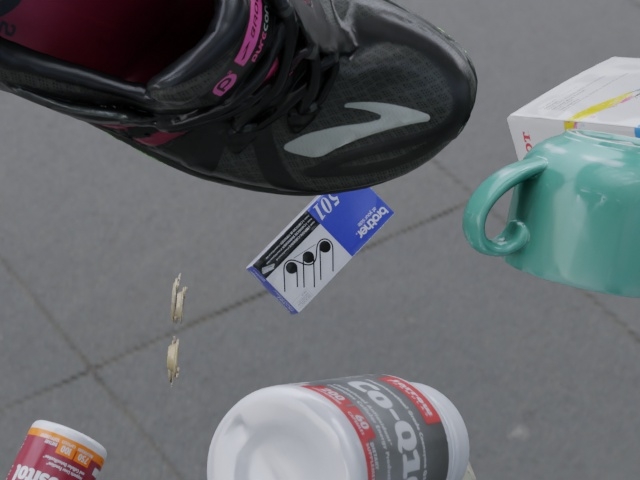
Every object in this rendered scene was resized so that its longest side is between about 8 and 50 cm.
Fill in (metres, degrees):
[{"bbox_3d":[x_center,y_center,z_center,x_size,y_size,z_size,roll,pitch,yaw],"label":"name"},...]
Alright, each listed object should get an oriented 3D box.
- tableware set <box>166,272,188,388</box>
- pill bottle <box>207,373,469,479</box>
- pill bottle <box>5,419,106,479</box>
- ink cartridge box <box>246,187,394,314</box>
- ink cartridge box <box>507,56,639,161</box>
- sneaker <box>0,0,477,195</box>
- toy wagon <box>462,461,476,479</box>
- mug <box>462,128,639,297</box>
[{"bbox_3d":[-0.208,0.132,1.965,0.020,0.141,0.168,4,87,-4],"label":"tableware set"},{"bbox_3d":[0.030,0.212,1.312,0.161,0.161,0.283,36,15,24],"label":"pill bottle"},{"bbox_3d":[-0.286,0.269,1.388,0.086,0.086,0.152,19,69,7],"label":"pill bottle"},{"bbox_3d":[0.000,0.000,1.940,0.097,0.046,0.207,46,75,-6],"label":"ink cartridge box"},{"bbox_3d":[0.340,-0.075,1.364,0.168,0.171,0.233,-29,24,-27],"label":"ink cartridge box"},{"bbox_3d":[-0.078,-0.122,0.900,0.483,0.185,0.202,11,12,-35],"label":"sneaker"},{"bbox_3d":[0.043,0.364,1.775,0.344,0.068,0.267,-36,37,13],"label":"toy wagon"},{"bbox_3d":[0.190,-0.023,0.929,0.129,0.097,0.158,17,13,34],"label":"mug"}]
